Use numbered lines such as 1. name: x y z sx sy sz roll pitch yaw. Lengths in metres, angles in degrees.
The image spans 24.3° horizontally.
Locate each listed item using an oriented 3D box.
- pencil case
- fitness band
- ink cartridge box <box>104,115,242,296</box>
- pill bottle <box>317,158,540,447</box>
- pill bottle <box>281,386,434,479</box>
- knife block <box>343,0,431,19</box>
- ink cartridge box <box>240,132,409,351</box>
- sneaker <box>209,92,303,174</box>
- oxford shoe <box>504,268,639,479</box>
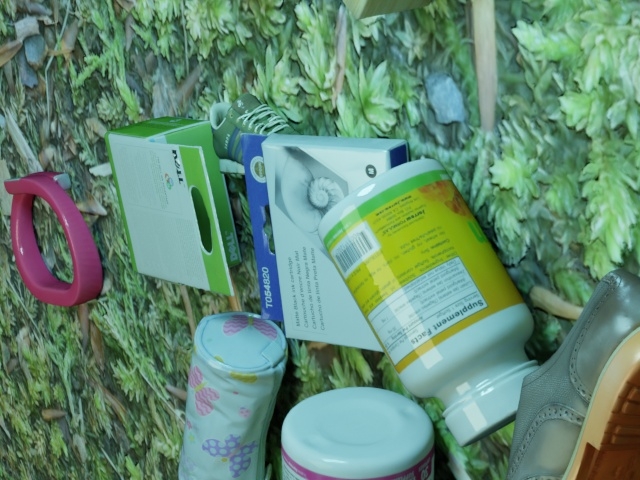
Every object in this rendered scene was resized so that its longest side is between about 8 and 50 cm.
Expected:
1. pencil case: -0.110 0.219 1.849 0.124 0.113 0.273 35 134 33
2. fitness band: -0.418 -0.002 2.315 0.291 0.054 0.209 5 111 59
3. ink cartridge box: -0.150 -0.044 1.798 0.255 0.097 0.189 12 116 56
4. pill bottle: 0.112 0.060 1.378 0.246 0.136 0.136 60 147 13
5. pill bottle: 0.042 0.315 1.598 0.160 0.160 0.283 31 130 49
6. knife block: 0.103 -0.329 1.260 0.242 0.088 0.276 15 116 56
7. ink cartridge box: 0.000 0.000 1.562 0.224 0.045 0.223 5 110 38
8. sneaker: -0.074 -0.122 1.672 0.192 0.064 0.086 4 112 61
9. oxford shoe: 0.219 0.193 1.275 0.364 0.130 0.133 -65 31 25
